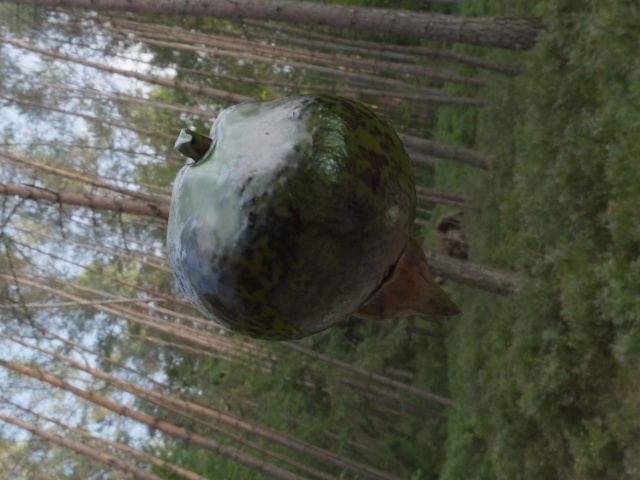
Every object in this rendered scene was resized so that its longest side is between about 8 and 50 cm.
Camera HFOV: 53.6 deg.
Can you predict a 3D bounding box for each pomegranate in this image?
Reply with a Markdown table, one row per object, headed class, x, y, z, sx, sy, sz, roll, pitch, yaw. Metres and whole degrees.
| class | x | y | z | sx | sy | sz | roll | pitch | yaw |
| --- | --- | --- | --- | --- | --- | --- | --- | --- | --- |
| pomegranate | 0.002 | -0.015 | 0.572 | 0.276 | 0.222 | 0.204 | 3 | -113 | -40 |
